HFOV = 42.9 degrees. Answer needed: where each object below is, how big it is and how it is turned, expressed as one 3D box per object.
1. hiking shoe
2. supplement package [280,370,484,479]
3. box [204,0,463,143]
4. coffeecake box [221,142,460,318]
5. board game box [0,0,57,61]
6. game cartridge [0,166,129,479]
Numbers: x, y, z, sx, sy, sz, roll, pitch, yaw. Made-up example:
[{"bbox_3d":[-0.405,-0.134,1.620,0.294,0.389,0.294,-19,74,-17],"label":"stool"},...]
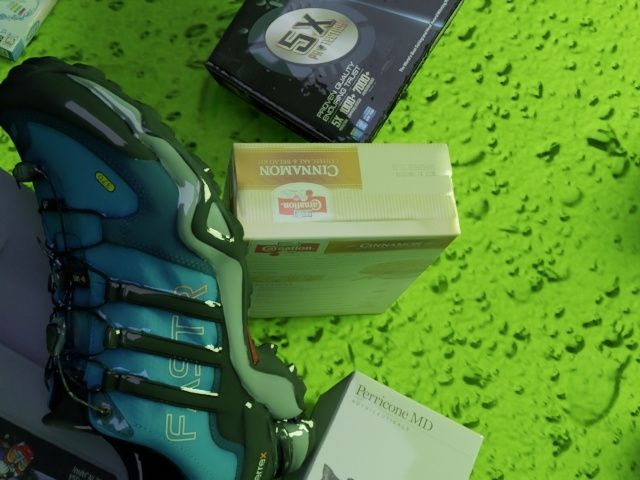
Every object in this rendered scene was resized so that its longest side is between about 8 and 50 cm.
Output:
[{"bbox_3d":[-0.107,0.047,0.462,0.132,0.113,0.304,-40,113,-36],"label":"hiking shoe"},{"bbox_3d":[0.020,0.198,0.559,0.105,0.105,0.179,27,66,-2],"label":"supplement package"},{"bbox_3d":[0.016,-0.175,0.683,0.147,0.077,0.180,34,90,2],"label":"box"},{"bbox_3d":[0.000,0.000,0.588,0.143,0.185,0.068,-1,70,-12],"label":"coffeecake box"},{"bbox_3d":[-0.282,-0.209,0.701,0.090,0.020,0.090,25,67,-1],"label":"board game box"},{"bbox_3d":[-0.206,0.083,0.486,0.355,0.068,0.230,41,58,-32],"label":"game cartridge"}]
